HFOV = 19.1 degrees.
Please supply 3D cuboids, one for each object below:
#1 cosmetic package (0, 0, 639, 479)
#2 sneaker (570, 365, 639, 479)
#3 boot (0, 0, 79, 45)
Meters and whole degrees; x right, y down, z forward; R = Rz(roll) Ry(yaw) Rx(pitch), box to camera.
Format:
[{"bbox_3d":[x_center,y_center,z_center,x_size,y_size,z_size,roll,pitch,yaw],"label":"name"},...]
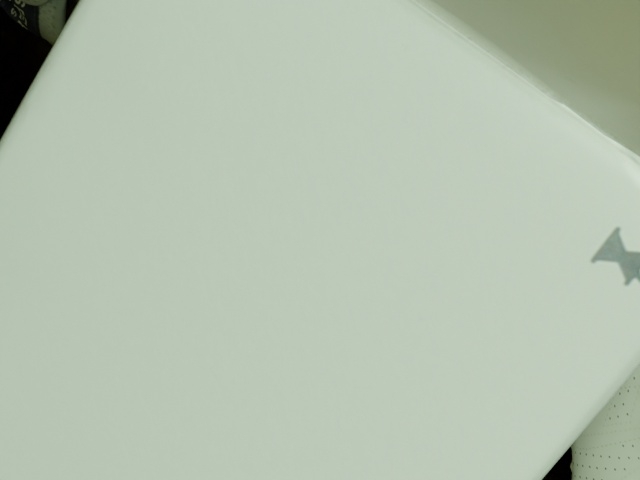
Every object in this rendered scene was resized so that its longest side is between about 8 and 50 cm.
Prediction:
[{"bbox_3d":[0.000,0.000,0.494,0.138,0.225,0.224,35,118,-1],"label":"cosmetic package"},{"bbox_3d":[0.104,0.076,0.591,0.094,0.080,0.212,46,140,32],"label":"sneaker"},{"bbox_3d":[-0.118,-0.100,0.556,0.258,0.095,0.123,-34,93,26],"label":"boot"}]
